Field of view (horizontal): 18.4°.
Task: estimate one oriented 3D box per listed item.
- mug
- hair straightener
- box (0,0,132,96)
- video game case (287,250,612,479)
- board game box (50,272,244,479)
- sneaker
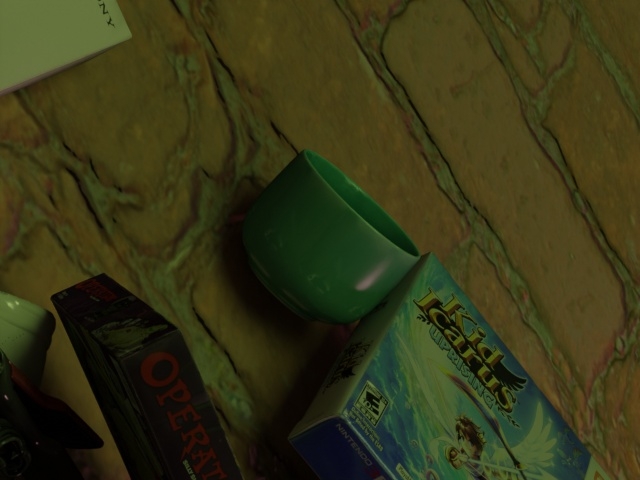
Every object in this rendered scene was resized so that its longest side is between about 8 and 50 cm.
[{"bbox_3d":[0.005,0.006,1.587,0.129,0.097,0.158,45,9,15],"label":"mug"},{"bbox_3d":[-0.182,0.130,1.230,0.230,0.047,0.089,78,16,-66],"label":"hair straightener"},{"bbox_3d":[-0.279,-0.198,1.341,0.322,0.058,0.232,-34,102,-56],"label":"box"},{"bbox_3d":[0.115,0.178,1.573,0.269,0.061,0.244,51,33,-13],"label":"video game case"},{"bbox_3d":[-0.069,0.198,1.268,0.056,0.208,0.346,-27,106,-18],"label":"board game box"},{"bbox_3d":[-0.249,0.066,1.240,0.212,0.080,0.094,26,65,-48],"label":"sneaker"}]
